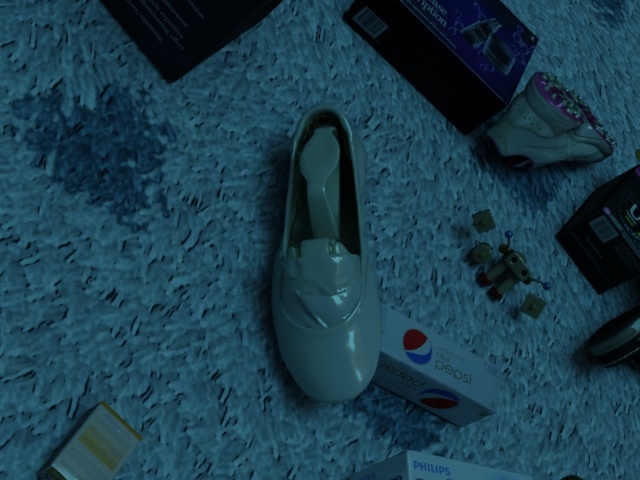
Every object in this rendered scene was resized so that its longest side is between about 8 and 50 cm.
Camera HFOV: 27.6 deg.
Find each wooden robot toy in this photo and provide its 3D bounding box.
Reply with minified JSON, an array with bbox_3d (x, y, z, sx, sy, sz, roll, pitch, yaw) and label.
[{"bbox_3d":[0.264,0.034,1.871,0.173,0.076,0.079,54,10,-3],"label":"wooden robot toy"}]

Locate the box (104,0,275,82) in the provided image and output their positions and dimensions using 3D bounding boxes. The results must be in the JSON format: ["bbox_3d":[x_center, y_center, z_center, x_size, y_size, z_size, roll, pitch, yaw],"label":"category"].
[{"bbox_3d":[-0.115,-0.433,1.567,0.293,0.395,0.212,51,46,-6],"label":"box"}]

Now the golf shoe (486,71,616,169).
[{"bbox_3d":[0.356,-0.166,2.018,0.306,0.140,0.115,20,34,-56],"label":"golf shoe"}]

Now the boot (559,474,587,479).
[{"bbox_3d":[0.408,0.453,1.724,0.203,0.095,0.262,19,50,-32],"label":"boot"}]

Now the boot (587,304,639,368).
[{"bbox_3d":[0.573,0.212,1.963,0.377,0.138,0.284,-12,74,-51],"label":"boot"}]

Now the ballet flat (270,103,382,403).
[{"bbox_3d":[0.000,0.000,1.597,0.139,0.139,0.400,22,52,-29],"label":"ballet flat"}]

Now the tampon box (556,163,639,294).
[{"bbox_3d":[0.466,-0.018,2.021,0.120,0.101,0.161,52,45,-4],"label":"tampon box"}]

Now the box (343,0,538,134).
[{"bbox_3d":[0.186,-0.319,1.959,0.261,0.103,0.184,41,45,-14],"label":"box"}]

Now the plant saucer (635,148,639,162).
[{"bbox_3d":[0.665,0.010,2.059,0.332,0.081,0.333,29,30,-47],"label":"plant saucer"}]

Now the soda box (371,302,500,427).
[{"bbox_3d":[0.127,0.160,1.665,0.216,0.074,0.069,30,51,-23],"label":"soda box"}]

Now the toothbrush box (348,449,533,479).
[{"bbox_3d":[0.151,0.409,1.518,0.206,0.122,0.283,18,55,-32],"label":"toothbrush box"}]

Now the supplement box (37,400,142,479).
[{"bbox_3d":[-0.239,0.224,1.356,0.062,0.036,0.098,46,46,-10],"label":"supplement box"}]
